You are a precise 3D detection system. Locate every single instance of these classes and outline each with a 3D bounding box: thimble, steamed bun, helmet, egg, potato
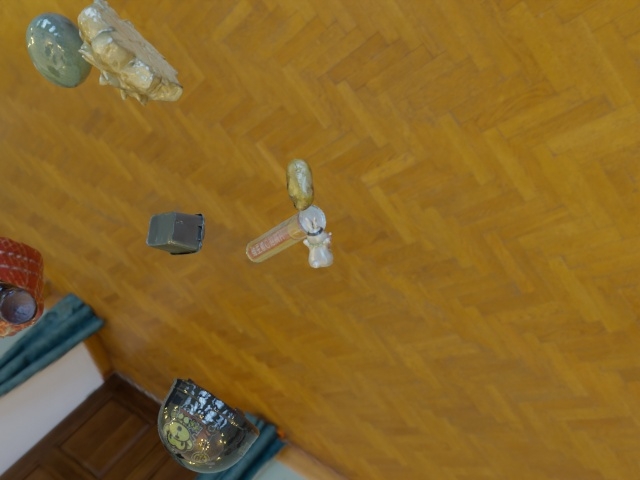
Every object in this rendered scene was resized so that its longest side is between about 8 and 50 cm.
[{"bbox_3d":[-1.025,0.146,1.860,0.350,0.349,0.231,-43,52,51],"label":"thimble"},{"bbox_3d":[-0.472,-0.427,1.473,0.137,0.292,0.295,-40,105,10],"label":"steamed bun"},{"bbox_3d":[-0.269,0.435,1.391,0.230,0.160,0.279,28,151,11],"label":"helmet"},{"bbox_3d":[-0.765,-0.555,1.810,0.169,0.169,0.237,27,155,22],"label":"egg"},{"bbox_3d":[-0.068,-0.180,1.981,0.107,0.079,0.171,-7,84,51],"label":"potato"}]

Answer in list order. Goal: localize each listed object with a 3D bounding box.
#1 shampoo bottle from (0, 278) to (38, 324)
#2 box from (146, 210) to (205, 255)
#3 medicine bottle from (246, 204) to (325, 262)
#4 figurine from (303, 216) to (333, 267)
[{"bbox_3d":[-0.722,0.133,1.397,0.129,0.084,0.323,40,158,-30],"label":"shampoo bottle"},{"bbox_3d":[-0.296,-0.016,1.248,0.122,0.069,0.084,-6,75,45],"label":"box"},{"bbox_3d":[-0.137,-0.011,2.243,0.108,0.108,0.426,51,144,-7],"label":"medicine bottle"},{"bbox_3d":[-0.009,0.001,1.783,0.081,0.098,0.146,-8,95,8],"label":"figurine"}]
